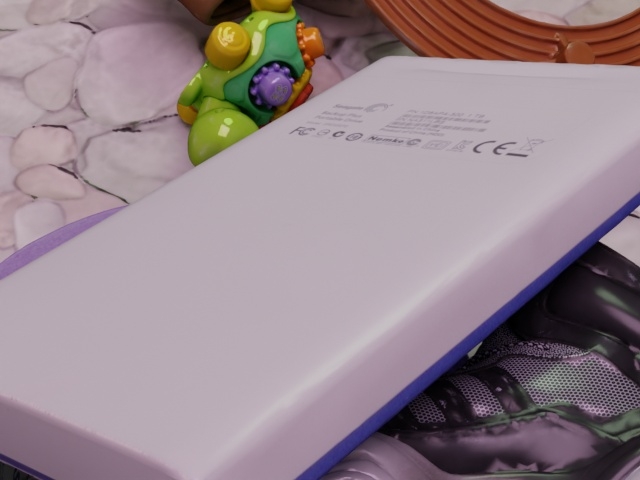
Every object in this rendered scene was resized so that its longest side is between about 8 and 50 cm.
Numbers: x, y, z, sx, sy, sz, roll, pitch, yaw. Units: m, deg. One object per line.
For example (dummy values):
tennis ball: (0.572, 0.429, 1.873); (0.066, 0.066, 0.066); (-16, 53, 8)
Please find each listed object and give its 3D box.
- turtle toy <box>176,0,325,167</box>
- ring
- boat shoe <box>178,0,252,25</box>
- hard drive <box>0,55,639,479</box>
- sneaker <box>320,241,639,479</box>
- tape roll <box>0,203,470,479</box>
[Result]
turtle toy: (-0.044, -0.093, 0.774); (0.066, 0.095, 0.130); (37, 59, -2)
ring: (0.151, -0.244, 0.830); (0.336, 0.032, 0.336); (4, 76, -17)
boat shoe: (0.026, -0.227, 0.862); (0.324, 0.122, 0.120); (-25, 76, -20)
hard drive: (0.000, 0.000, 0.554); (0.210, 0.040, 0.318); (11, 35, 45)
sneaker: (0.057, 0.075, 0.537); (0.268, 0.101, 0.153); (4, 46, 3)
tape roll: (-0.060, 0.112, 0.615); (0.275, 0.090, 0.275); (1, 54, -1)
